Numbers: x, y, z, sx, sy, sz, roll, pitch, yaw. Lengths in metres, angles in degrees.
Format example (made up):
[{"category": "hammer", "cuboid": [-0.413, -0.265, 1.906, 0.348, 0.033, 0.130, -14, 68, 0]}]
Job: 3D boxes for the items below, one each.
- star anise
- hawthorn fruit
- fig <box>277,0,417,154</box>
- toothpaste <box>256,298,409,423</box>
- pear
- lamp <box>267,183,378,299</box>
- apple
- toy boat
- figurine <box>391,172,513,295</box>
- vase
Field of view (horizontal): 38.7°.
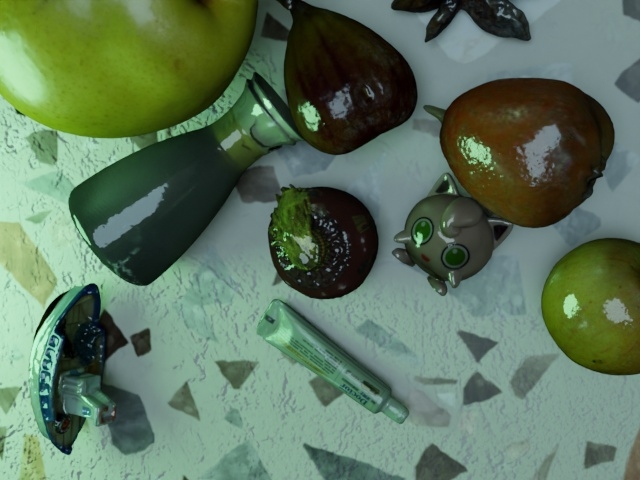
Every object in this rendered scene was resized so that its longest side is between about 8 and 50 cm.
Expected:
[{"category": "star anise", "cuboid": [0.197, -0.362, 1.200, 0.212, 0.073, 0.197, 1, 98, 11]}, {"category": "hawthorn fruit", "cuboid": [0.237, -0.124, 1.157, 0.251, 0.199, 0.200, 23, 101, 24]}, {"category": "fig", "cuboid": [0.003, -0.244, 1.220, 0.170, 0.145, 0.274, -36, 86, 0]}, {"category": "toothpaste", "cuboid": [0.020, 0.179, 1.314, 0.255, 0.037, 0.067, 35, 108, 11]}, {"category": "pear", "cuboid": [-0.259, -0.302, 1.164, 0.418, 0.362, 0.363, 10, 99, 41]}, {"category": "lamp", "cuboid": [-0.001, 0.005, 1.251, 0.157, 0.135, 0.156, 5, 97, 11]}, {"category": "apple", "cuboid": [0.372, 0.086, 1.156, 0.182, 0.182, 0.155, 43, 133, 6]}, {"category": "toy boat", "cuboid": [-0.359, 0.194, 1.364, 0.115, 0.114, 0.262, 1, 92, 26]}, {"category": "figurine", "cuboid": [0.170, -0.005, 1.215, 0.125, 0.125, 0.138, 41, 108, 7]}, {"category": "vase", "cuboid": [-0.178, -0.091, 1.281, 0.321, 0.173, 0.173, -36, 87, 8]}]
